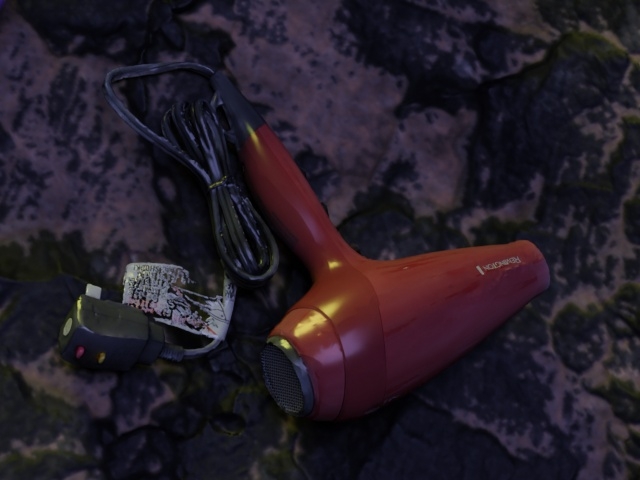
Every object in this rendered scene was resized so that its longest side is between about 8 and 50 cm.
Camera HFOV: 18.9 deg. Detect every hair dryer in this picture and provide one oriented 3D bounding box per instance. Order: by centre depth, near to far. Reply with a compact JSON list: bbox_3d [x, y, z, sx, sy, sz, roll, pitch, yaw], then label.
[{"bbox_3d":[0.000,0.000,1.149,0.293,0.080,0.223,16,64,-11],"label":"hair dryer"}]

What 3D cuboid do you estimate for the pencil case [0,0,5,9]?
[{"bbox_3d":[-0.275,-0.187,1.137,0.206,0.088,0.086,14,62,-11],"label":"pencil case"}]
